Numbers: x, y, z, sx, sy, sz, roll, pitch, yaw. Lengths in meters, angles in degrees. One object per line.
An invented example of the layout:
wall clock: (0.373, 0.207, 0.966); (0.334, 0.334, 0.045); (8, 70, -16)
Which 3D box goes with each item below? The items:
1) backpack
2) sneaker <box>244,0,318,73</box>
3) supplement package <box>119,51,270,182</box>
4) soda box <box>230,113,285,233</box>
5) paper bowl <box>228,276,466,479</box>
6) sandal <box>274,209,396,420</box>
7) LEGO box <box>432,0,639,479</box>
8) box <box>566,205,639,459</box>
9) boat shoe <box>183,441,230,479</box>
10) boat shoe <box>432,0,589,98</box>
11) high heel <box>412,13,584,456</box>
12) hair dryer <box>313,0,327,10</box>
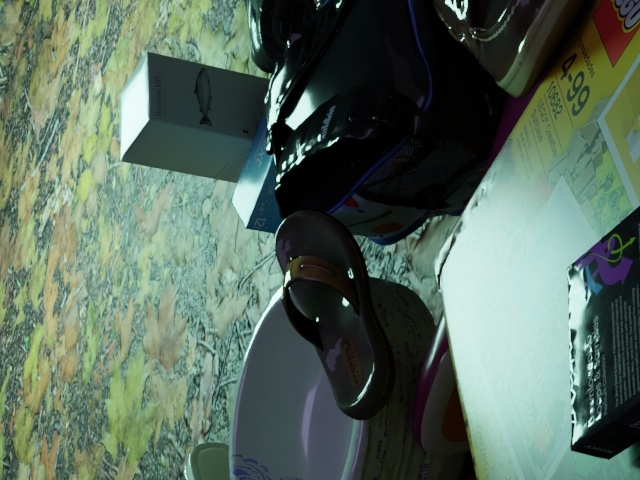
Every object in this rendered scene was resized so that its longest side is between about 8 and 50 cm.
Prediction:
backpack: (0.064, -0.128, 1.365); (0.263, 0.213, 0.277); (-38, 43, 43)
sneaker: (-0.050, -0.341, 1.792); (0.130, 0.109, 0.286); (166, 113, -68)
supplement package: (-0.153, -0.152, 1.838); (0.105, 0.179, 0.105); (-44, 44, 50)
soda box: (-0.034, -0.113, 1.712); (0.210, 0.067, 0.071); (-68, 29, 24)
paper bowl: (0.034, 0.174, 1.385); (0.284, 0.148, 0.284); (-33, 53, 57)
sandal: (0.000, 0.058, 1.259); (0.090, 0.060, 0.219); (-48, 45, 36)
LEGO box: (0.257, 0.065, 0.832); (0.500, 0.193, 0.372); (-97, 29, -51)
box: (0.178, 0.028, 0.734); (0.162, 0.029, 0.116); (-47, 30, 51)
boat shoe: (-0.111, 0.366, 1.658); (0.305, 0.109, 0.091); (-104, 31, -52)
boat shoe: (0.131, -0.196, 1.108); (0.123, 0.123, 0.342); (-57, 4, 11)
high heel: (0.164, -0.003, 1.228); (0.377, 0.127, 0.181); (-59, 31, 18)
hair dryer: (0.077, -0.310, 1.549); (0.223, 0.080, 0.294); (-43, 34, 27)
